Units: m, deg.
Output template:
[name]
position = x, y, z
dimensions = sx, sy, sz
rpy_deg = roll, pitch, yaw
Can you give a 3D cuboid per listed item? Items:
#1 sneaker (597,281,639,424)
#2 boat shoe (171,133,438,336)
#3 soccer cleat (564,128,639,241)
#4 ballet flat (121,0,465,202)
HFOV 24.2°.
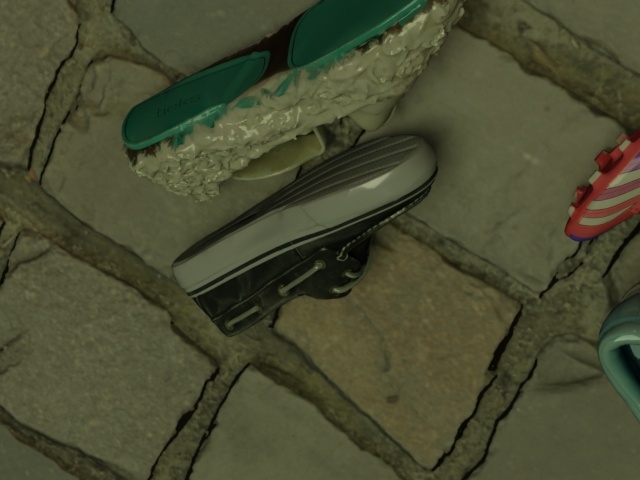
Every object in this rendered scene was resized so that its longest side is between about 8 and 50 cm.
[sneaker]
position = 0.385, 0.200, 1.356
dimensions = 0.366, 0.150, 0.135
rpy_deg = 44, 126, 14
[boat shoe]
position = 0.000, 0.000, 1.495
dimensions = 0.335, 0.121, 0.119
rpy_deg = -26, 106, 38
[soccer cleat]
position = 0.319, -0.077, 1.350
dimensions = 0.095, 0.083, 0.248
rpy_deg = 38, 116, 0
[ballet flat]
position = -0.010, -0.147, 1.443
dimensions = 0.409, 0.147, 0.147
rpy_deg = -23, 100, 30
